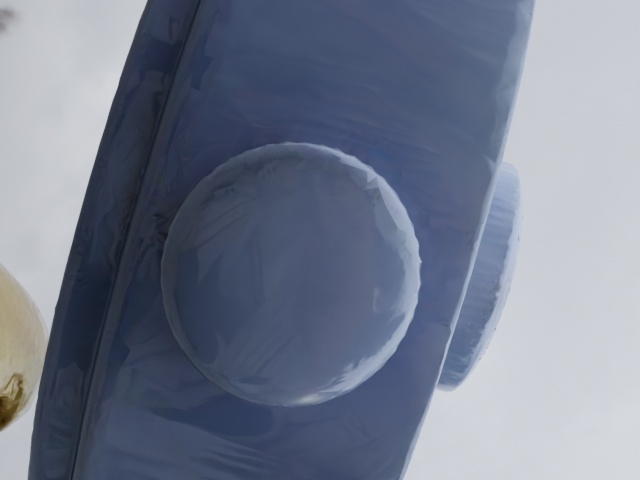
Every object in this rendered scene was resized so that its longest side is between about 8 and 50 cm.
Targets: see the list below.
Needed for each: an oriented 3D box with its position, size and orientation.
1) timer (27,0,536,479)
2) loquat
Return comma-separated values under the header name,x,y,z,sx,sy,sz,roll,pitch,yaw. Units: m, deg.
name,x,y,z,sx,sy,sz,roll,pitch,yaw
timer,0.000,0.000,0.499,0.395,0.173,0.394,-163,-90,-88
loquat,-0.349,0.090,0.940,0.213,0.213,0.213,-175,-90,-65
